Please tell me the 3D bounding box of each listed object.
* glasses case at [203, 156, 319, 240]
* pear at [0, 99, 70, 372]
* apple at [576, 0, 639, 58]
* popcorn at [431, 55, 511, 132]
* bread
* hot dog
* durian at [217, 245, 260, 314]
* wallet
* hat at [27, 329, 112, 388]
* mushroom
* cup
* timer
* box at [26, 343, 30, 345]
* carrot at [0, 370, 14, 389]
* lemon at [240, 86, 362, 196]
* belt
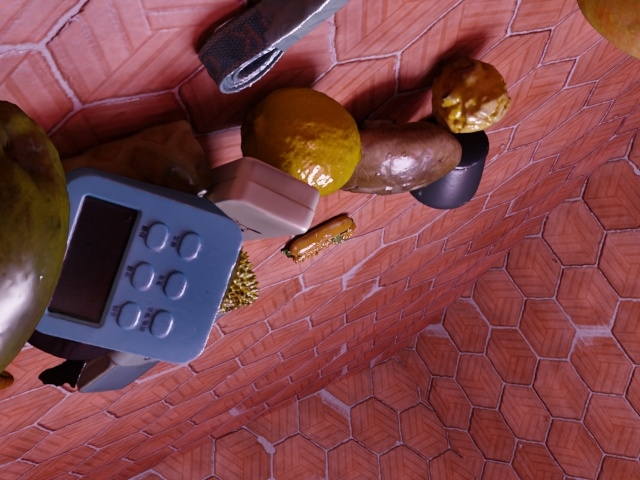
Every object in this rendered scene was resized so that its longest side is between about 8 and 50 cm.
[{"bbox_3d":[-0.123,-0.058,1.340,0.131,0.070,0.313,25,167,-23],"label":"glasses case"},{"bbox_3d":[-0.455,0.025,0.907,0.413,0.352,0.352,-43,161,2],"label":"pear"},{"bbox_3d":[0.578,-0.447,1.355,0.340,0.339,0.339,-29,162,-10],"label":"apple"},{"bbox_3d":[0.276,-0.270,1.603,0.152,0.167,0.148,35,82,-32],"label":"popcorn"},{"bbox_3d":[-0.298,-0.067,1.229,0.268,0.130,0.152,-24,123,-24],"label":"bread"},{"bbox_3d":[0.000,0.000,2.008,0.188,0.055,0.072,-29,163,-12],"label":"hot dog"},{"bbox_3d":[-0.223,0.048,1.666,0.193,0.137,0.237,-15,-163,-39],"label":"durian"},{"bbox_3d":[-0.383,0.233,1.957,0.360,0.083,0.252,-37,167,11],"label":"wallet"},{"bbox_3d":[-0.343,0.082,1.350,0.336,0.238,0.209,-17,157,-28],"label":"hat"},{"bbox_3d":[0.130,-0.157,1.637,0.278,0.146,0.278,-8,171,-1],"label":"mushroom"},{"bbox_3d":[0.244,-0.170,1.830,0.223,0.169,0.176,4,149,-8],"label":"cup"},{"bbox_3d":[-0.257,0.039,1.166,0.250,0.091,0.231,14,103,-32],"label":"timer"},{"bbox_3d":[-0.538,0.103,1.281,0.245,0.139,0.035,67,45,-74],"label":"box"},{"bbox_3d":[-0.641,0.274,1.686,0.048,0.048,0.139,-32,163,0],"label":"carrot"},{"bbox_3d":[-0.031,-0.152,1.356,0.193,0.180,0.180,-20,159,-50],"label":"lemon"},{"bbox_3d":[-0.030,-0.307,1.120,0.302,0.072,0.087,-37,164,15],"label":"belt"}]
